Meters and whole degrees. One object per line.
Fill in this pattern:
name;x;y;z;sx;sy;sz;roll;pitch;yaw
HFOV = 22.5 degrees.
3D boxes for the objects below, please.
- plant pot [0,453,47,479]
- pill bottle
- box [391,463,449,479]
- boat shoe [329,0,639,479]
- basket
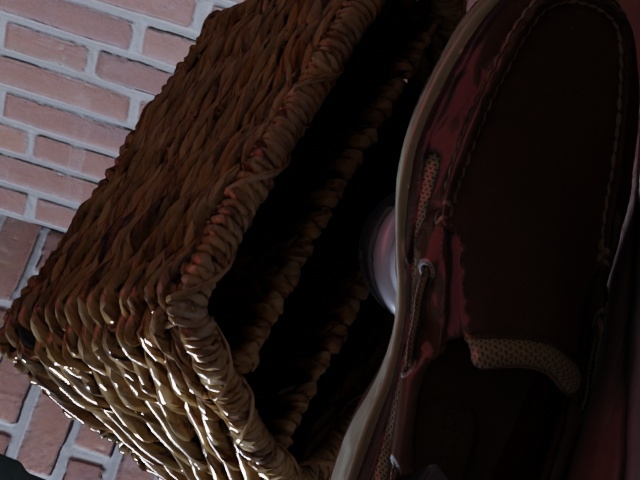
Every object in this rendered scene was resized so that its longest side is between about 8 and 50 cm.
plant pot;-0.211;0.354;1.317;0.341;0.334;0.341;-163;90;-86
pill bottle;0.062;0.009;0.812;0.137;0.078;0.078;-153;80;-86
box;-0.137;0.249;0.531;0.395;0.097;0.318;-28;16;40
boat shoe;0.074;0.029;0.601;0.095;0.095;0.257;-134;54;-70
basket;0.000;0.000;0.936;0.223;0.213;0.299;-15;38;52
